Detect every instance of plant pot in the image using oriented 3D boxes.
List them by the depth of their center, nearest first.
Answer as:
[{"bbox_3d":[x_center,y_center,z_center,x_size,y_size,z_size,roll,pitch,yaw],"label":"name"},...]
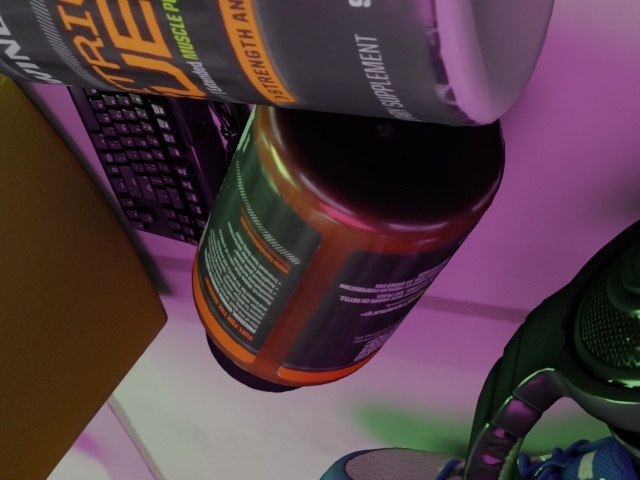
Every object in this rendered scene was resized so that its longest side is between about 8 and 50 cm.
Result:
[{"bbox_3d":[-0.238,0.016,0.655,0.212,0.212,0.187,8,129,23],"label":"plant pot"}]

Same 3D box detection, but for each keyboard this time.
[{"bbox_3d":[-0.079,-0.058,0.602,0.108,0.023,0.180,10,143,21],"label":"keyboard"}]

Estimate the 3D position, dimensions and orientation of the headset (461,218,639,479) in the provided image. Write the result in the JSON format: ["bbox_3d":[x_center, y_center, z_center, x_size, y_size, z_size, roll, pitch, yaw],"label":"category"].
[{"bbox_3d":[0.210,0.079,0.457,0.243,0.185,0.394,29,128,-5],"label":"headset"}]

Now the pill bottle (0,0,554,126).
[{"bbox_3d":[-0.049,-0.114,0.418,0.245,0.130,0.130,8,142,24],"label":"pill bottle"}]

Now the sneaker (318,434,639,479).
[{"bbox_3d":[0.138,0.152,0.692,0.296,0.112,0.131,11,125,18],"label":"sneaker"}]

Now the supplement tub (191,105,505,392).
[{"bbox_3d":[0.000,0.000,0.555,0.106,0.106,0.198,27,145,-2],"label":"supplement tub"}]
